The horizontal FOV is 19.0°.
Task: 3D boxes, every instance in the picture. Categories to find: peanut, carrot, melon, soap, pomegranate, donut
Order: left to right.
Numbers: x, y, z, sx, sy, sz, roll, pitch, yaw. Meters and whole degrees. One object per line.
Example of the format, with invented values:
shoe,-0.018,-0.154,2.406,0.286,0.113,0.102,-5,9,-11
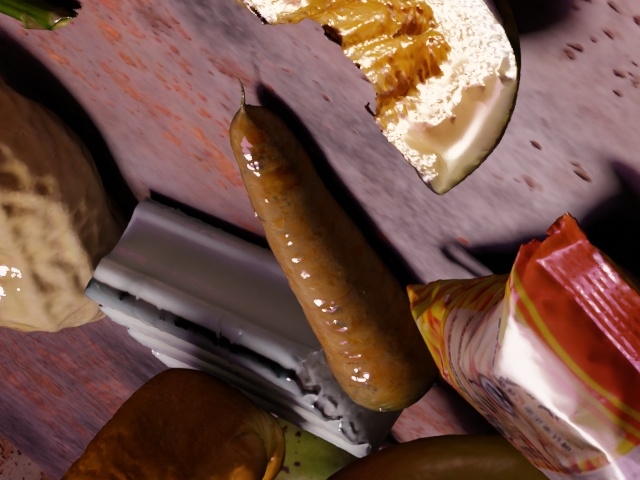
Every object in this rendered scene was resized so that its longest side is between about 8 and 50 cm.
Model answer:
peanut,-0.238,-0.020,1.489,0.152,0.152,0.313,31,160,22
donut,-0.122,0.191,1.409,0.114,0.226,0.226,41,164,5
soap,-0.047,0.066,1.442,0.261,0.094,0.150,21,162,41
carrot,0.000,0.000,1.222,0.078,0.078,0.298,22,151,43
pomegranate,0.016,0.194,1.636,0.142,0.114,0.114,11,162,-1
melon,0.039,-0.105,0.848,0.160,0.079,0.128,45,144,-20

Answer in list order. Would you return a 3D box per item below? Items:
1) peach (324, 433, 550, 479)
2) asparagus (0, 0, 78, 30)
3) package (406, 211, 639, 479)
peach,0.117,0.317,1.331,0.370,0.370,0.370,34,163,12
asparagus,-0.196,-0.156,1.259,0.108,0.025,0.021,25,149,36
package,0.153,0.085,1.051,0.223,0.108,0.288,40,166,-1
